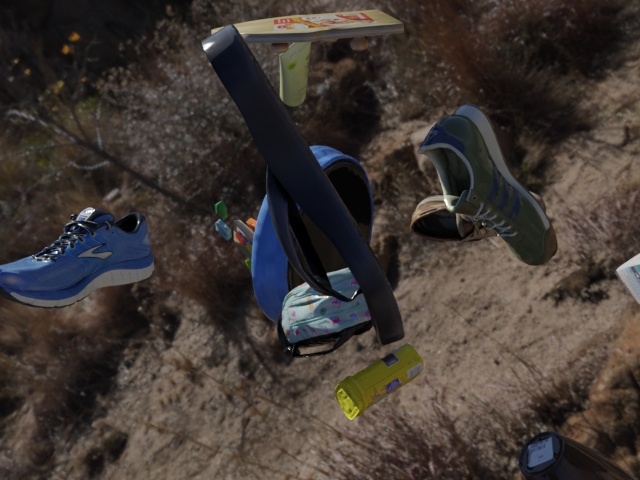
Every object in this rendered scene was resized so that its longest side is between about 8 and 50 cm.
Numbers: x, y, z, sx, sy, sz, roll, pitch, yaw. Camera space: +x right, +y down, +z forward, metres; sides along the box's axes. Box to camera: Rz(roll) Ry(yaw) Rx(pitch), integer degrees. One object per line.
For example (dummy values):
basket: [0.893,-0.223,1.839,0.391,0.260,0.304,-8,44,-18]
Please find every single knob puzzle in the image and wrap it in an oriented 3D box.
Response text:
knob puzzle: [-0.020,-0.223,0.703,0.213,0.030,0.213,-3,25,2]

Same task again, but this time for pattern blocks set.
pattern blocks set: [-0.145,0.034,1.602,0.026,0.325,0.285,-42,-7,-23]

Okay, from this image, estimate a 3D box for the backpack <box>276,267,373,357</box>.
backpack: [0.017,0.110,1.030,0.152,0.115,0.182,-25,-3,-32]

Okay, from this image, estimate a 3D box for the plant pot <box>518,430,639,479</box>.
plant pot: [0.515,0.501,1.307,0.215,0.230,0.215,-42,12,11]

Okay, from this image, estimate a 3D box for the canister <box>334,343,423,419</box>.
canister: [0.122,0.292,1.344,0.170,0.073,0.126,-26,-21,-21]

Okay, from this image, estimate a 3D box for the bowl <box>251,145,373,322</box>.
bowl: [0.000,0.000,1.359,0.077,0.391,0.391,13,62,29]

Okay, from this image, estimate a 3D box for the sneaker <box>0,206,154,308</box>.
sneaker: [-0.426,0.017,1.112,0.130,0.147,0.330,13,18,26]

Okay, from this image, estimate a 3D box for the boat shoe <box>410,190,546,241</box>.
boat shoe: [0.362,-0.045,1.522,0.324,0.123,0.116,-7,21,35]

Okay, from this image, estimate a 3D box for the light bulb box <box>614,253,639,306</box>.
light bulb box: [0.761,0.130,1.169,0.225,0.358,0.361,-35,-14,11]

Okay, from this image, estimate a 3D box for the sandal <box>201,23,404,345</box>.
sandal: [-0.017,-0.031,0.474,0.054,0.254,0.097,-31,9,4]

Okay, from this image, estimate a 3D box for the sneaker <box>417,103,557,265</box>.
sneaker: [0.169,-0.043,0.682,0.086,0.192,0.064,-33,5,-27]

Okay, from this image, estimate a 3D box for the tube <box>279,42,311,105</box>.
tube: [-0.057,-0.366,1.394,0.240,0.062,0.070,106,167,-75]
